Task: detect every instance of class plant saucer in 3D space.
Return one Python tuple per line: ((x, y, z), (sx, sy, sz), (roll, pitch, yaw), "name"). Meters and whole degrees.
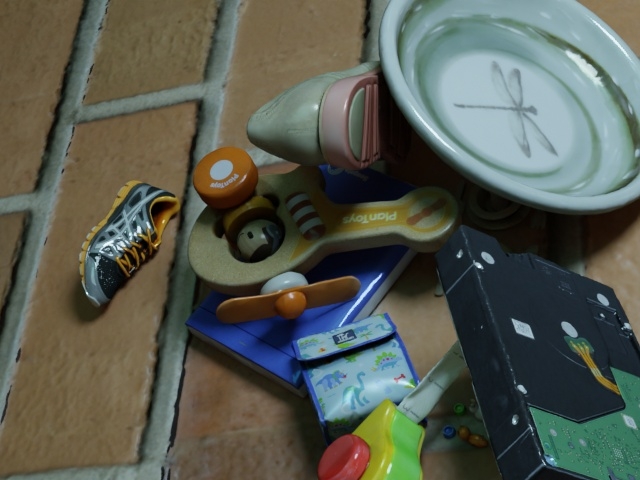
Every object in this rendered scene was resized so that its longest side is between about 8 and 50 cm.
((0.245, -0.176, 1.573), (0.401, 0.100, 0.400), (13, 51, -17), "plant saucer")

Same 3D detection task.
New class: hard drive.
((0.257, 0.148, 1.293), (0.064, 0.237, 0.339), (-52, 32, 30), "hard drive")
((-0.005, 0.036, 1.638), (0.210, 0.040, 0.318), (25, 67, 37), "hard drive")

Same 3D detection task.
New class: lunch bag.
((0.044, 0.159, 1.477), (0.129, 0.096, 0.151), (-17, 46, -4), "lunch bag")

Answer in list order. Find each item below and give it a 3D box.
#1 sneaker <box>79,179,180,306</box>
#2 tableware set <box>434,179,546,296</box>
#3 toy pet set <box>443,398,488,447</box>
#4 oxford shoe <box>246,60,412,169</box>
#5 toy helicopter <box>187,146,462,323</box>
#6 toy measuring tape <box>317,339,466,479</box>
((-0.272, 0.001, 1.760), (0.083, 0.084, 0.214), (7, 57, 23), "sneaker")
((0.217, -0.014, 1.578), (0.128, 0.039, 0.194), (0, 54, 24), "tableware set")
((0.205, 0.174, 1.419), (0.114, 0.065, 0.122), (13, 61, 32), "toy pet set")
((0.028, -0.166, 1.585), (0.147, 0.397, 0.140), (2, 96, 18), "oxford shoe")
((0.000, 0.000, 1.548), (0.355, 0.140, 0.235), (-6, 53, 17), "toy helicopter")
((0.098, 0.224, 1.363), (0.330, 0.121, 0.121), (-47, 48, 6), "toy measuring tape")
